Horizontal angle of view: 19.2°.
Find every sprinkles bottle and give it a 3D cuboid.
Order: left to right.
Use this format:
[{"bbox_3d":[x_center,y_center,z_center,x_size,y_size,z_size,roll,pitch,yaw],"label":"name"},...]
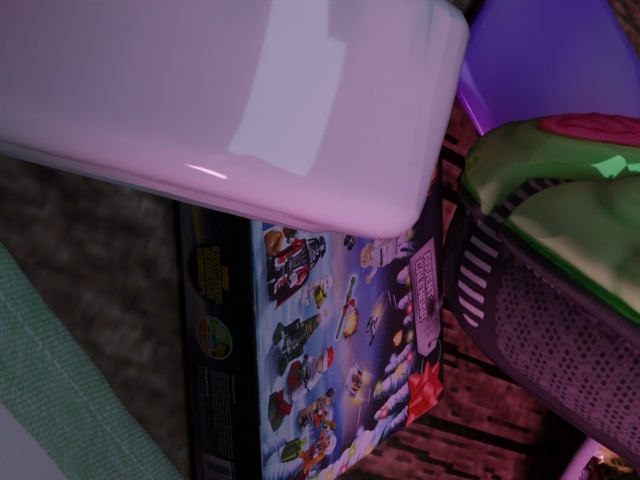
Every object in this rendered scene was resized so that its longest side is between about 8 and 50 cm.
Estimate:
[{"bbox_3d":[0.004,-0.183,0.389,0.121,0.121,0.355,15,90,-56],"label":"sprinkles bottle"}]

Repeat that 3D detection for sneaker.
[{"bbox_3d":[0.188,0.149,0.632,0.202,0.185,0.483,-39,118,10],"label":"sneaker"}]

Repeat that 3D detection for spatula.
[{"bbox_3d":[0.051,-0.120,0.562,0.084,0.030,0.296,-54,140,-31],"label":"spatula"}]

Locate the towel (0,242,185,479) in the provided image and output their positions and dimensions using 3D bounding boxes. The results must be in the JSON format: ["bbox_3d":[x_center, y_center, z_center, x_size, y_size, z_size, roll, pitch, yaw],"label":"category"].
[{"bbox_3d":[-0.044,0.161,0.363,0.248,0.038,0.325,60,15,-47],"label":"towel"}]

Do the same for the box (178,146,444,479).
[{"bbox_3d":[0.000,0.000,0.535,0.094,0.027,0.137,-31,126,-48],"label":"box"}]

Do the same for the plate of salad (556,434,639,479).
[{"bbox_3d":[0.125,0.155,0.758,0.200,0.048,0.200,-25,121,-49],"label":"plate of salad"}]
